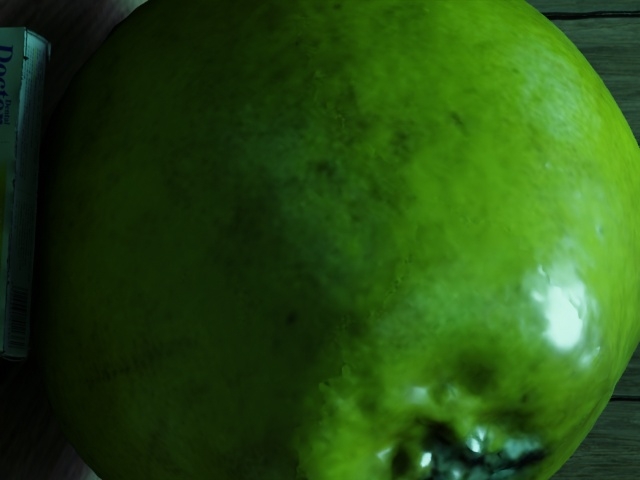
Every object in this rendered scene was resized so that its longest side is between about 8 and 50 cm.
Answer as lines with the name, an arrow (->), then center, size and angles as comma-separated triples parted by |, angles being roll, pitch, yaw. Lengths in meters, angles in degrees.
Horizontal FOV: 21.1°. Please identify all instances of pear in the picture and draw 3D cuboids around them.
pear -> 0.000, 0.000, 0.944 | 0.413, 0.352, 0.352 | -120, -156, -65

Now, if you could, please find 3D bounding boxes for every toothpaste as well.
toothpaste -> -0.163, -0.023, 0.847 | 0.034, 0.046, 0.164 | 27, 65, -75
